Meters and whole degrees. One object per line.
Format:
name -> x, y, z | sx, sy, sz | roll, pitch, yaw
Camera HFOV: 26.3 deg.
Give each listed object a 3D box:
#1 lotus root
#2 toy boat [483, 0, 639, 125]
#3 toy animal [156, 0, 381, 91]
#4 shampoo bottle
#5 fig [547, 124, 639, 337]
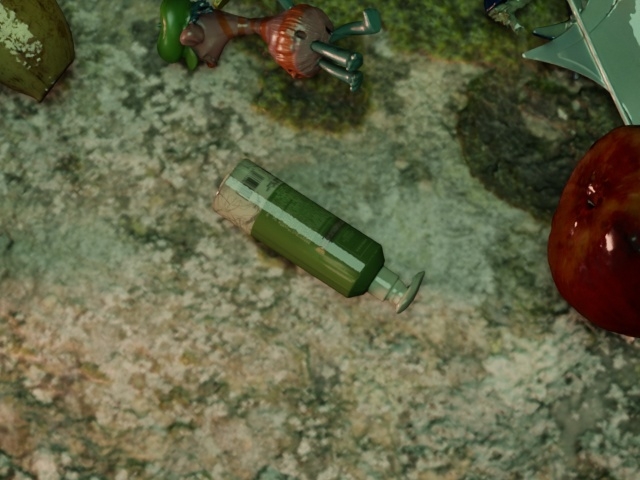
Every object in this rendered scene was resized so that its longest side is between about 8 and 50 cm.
lotus root -> -0.327, -0.246, 1.306 | 0.110, 0.097, 0.258 | -41, 84, -1
toy boat -> 0.261, -0.205, 1.301 | 0.210, 0.070, 0.291 | -1, 83, 3
toy animal -> -0.049, -0.201, 1.289 | 0.208, 0.100, 0.103 | 12, 119, 15
shampoo bottle -> 0.000, 0.000, 1.273 | 0.205, 0.065, 0.065 | 33, 82, 6
fig -> 0.346, 0.018, 1.202 | 0.290, 0.190, 0.190 | 23, 82, 6
